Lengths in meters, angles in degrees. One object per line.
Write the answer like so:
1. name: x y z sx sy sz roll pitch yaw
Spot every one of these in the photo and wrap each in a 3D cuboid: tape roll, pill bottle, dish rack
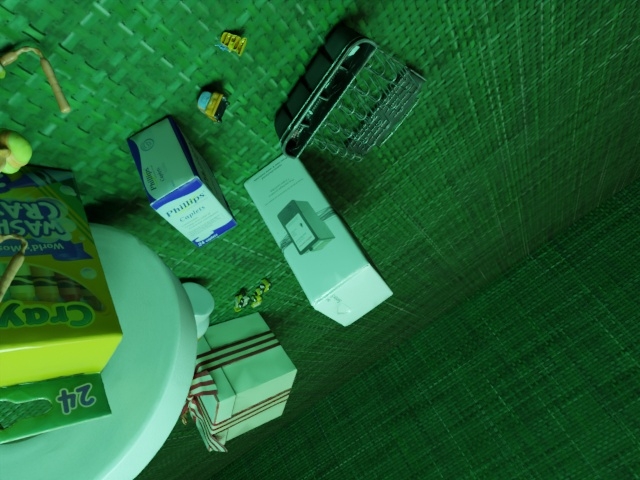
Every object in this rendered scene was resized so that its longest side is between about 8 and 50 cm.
1. tape roll: -0.359 0.157 0.575 0.392 0.392 0.072 -28 152 -9
2. pill bottle: -0.314 0.188 0.957 0.117 0.117 0.208 2 137 -47
3. dish rack: 0.067 -0.219 0.736 0.271 0.074 0.208 4 137 -48

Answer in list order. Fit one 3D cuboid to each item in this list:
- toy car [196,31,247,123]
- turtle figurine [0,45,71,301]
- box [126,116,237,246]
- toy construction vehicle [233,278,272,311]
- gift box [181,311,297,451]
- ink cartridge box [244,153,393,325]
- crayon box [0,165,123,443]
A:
1. toy car: -0.135 -0.218 0.593 0.040 0.060 0.122 24 110 -6
2. turtle figurine: -0.361 -0.074 0.392 0.217 0.269 0.087 0 167 -9
3. box: -0.195 -0.081 0.635 0.072 0.126 0.137 -30 153 -1
4. toy construction vehicle: -0.175 0.139 1.115 0.086 0.035 0.098 -25 156 -36
5. gift box: -0.229 0.371 1.150 0.258 0.276 0.255 -12 130 -34
6. ink cartridge box: 0.000 0.000 0.805 0.115 0.273 0.198 -35 152 6
7. crayon box: -0.350 0.045 0.470 0.203 0.323 0.083 3 136 -48
